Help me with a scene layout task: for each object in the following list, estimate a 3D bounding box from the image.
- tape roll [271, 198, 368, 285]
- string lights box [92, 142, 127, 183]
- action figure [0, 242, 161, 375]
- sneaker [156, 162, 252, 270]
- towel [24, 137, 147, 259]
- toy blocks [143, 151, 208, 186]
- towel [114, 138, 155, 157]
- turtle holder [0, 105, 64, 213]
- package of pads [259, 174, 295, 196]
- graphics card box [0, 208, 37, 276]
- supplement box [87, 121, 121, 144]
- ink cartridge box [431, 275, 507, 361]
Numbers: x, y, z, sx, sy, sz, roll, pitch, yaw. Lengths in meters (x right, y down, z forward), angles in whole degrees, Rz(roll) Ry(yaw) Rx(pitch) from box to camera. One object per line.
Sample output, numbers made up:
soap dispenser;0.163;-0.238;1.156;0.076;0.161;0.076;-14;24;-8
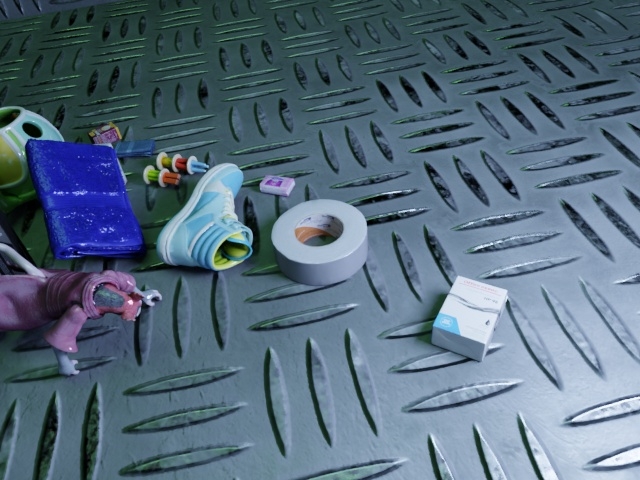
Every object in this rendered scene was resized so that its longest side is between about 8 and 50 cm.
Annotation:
tape roll;0.000;0.000;1.285;0.219;0.072;0.219;-4;42;3
string lights box;-0.601;-0.127;1.462;0.076;0.133;0.260;-3;43;7
action figure;-0.501;0.098;1.126;0.370;0.276;0.248;-3;35;26
sneaker;-0.221;-0.050;1.337;0.208;0.127;0.319;13;56;24
towel;-0.542;-0.102;1.310;0.227;0.076;0.308;0;59;-52
toy blocks;-0.401;-0.194;1.564;0.148;0.054;0.123;10;45;17
towel;-0.564;-0.278;1.697;0.119;0.029;0.067;-4;43;5
turtle holder;-0.850;-0.218;1.528;0.243;0.227;0.320;20;49;26
package of pads;-0.115;-0.146;1.487;0.083;0.032;0.050;10;44;19
graphics card box;-0.846;0.072;1.214;0.370;0.233;0.094;-23;44;-14
supplement box;-0.680;-0.331;1.760;0.083;0.043;0.055;-34;49;-25
ink cartridge box;0.299;0.137;1.102;0.104;0.060;0.180;17;48;25
